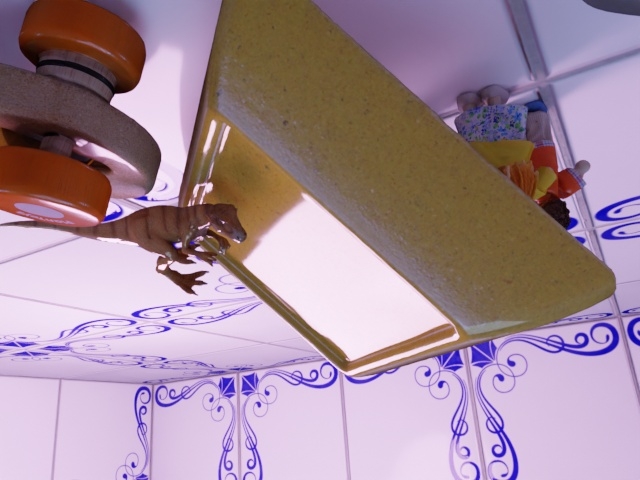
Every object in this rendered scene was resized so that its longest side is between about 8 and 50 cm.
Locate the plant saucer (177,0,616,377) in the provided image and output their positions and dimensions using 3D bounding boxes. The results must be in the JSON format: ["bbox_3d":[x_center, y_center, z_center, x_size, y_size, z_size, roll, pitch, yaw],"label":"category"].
[{"bbox_3d":[0.000,0.000,0.482,0.333,0.081,0.333,42,153,0],"label":"plant saucer"}]

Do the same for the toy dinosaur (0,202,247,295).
[{"bbox_3d":[-0.151,-0.007,0.496,0.212,0.064,0.112,-5,138,18],"label":"toy dinosaur"}]

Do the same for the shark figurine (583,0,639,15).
[{"bbox_3d":[0.312,-0.174,0.312,0.166,0.116,0.278,10,158,-39],"label":"shark figurine"}]

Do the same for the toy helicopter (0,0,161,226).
[{"bbox_3d":[-0.308,-0.093,0.443,0.355,0.140,0.235,11,167,-10],"label":"toy helicopter"}]

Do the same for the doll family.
[{"bbox_3d":[0.119,-0.048,0.544,0.263,0.163,0.118,-13,159,24],"label":"doll family"}]
